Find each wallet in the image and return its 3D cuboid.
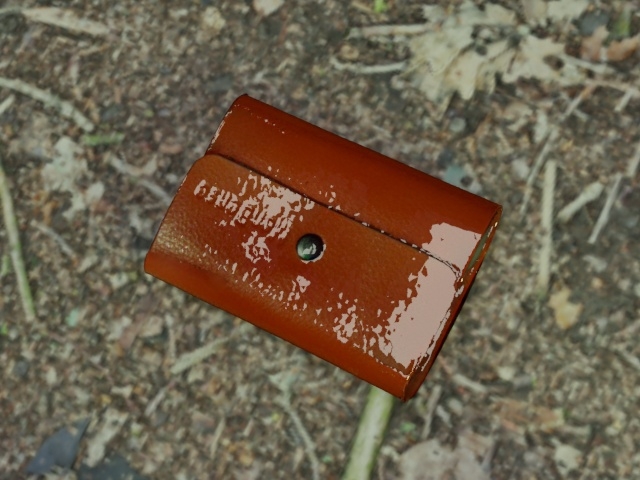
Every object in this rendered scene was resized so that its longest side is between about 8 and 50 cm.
[{"bbox_3d":[0.000,0.000,0.976,0.204,0.045,0.142,25,82,19],"label":"wallet"}]
